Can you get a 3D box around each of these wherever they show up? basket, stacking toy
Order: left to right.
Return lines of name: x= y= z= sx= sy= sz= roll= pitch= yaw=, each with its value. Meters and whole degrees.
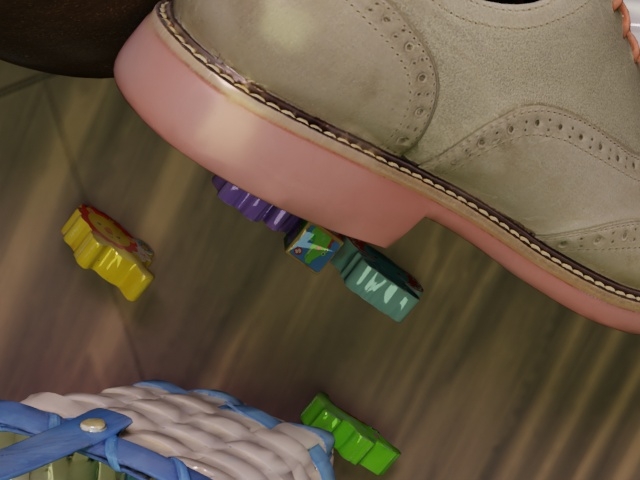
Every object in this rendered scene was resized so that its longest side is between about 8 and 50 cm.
basket: x=-0.119 y=0.204 z=0.748 sx=0.201 sy=0.289 sz=0.255 roll=13 pitch=107 yaw=23
stacking toy: x=0.000 y=0.000 z=0.824 sx=0.221 sy=0.052 sz=0.167 roll=37 pitch=103 yaw=-14

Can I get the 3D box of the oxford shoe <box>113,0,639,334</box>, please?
oxford shoe: x=0.110 y=-0.060 z=0.698 sx=0.397 sy=0.140 sz=0.146 roll=14 pitch=116 yaw=-39

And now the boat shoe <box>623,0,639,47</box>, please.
boat shoe: x=0.191 y=-0.116 z=0.791 sx=0.226 sy=0.083 sz=0.076 roll=12 pitch=116 yaw=6

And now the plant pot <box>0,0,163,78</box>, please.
plant pot: x=-0.118 y=-0.165 z=0.660 sx=0.215 sy=0.230 sz=0.215 roll=0 pitch=101 yaw=2
